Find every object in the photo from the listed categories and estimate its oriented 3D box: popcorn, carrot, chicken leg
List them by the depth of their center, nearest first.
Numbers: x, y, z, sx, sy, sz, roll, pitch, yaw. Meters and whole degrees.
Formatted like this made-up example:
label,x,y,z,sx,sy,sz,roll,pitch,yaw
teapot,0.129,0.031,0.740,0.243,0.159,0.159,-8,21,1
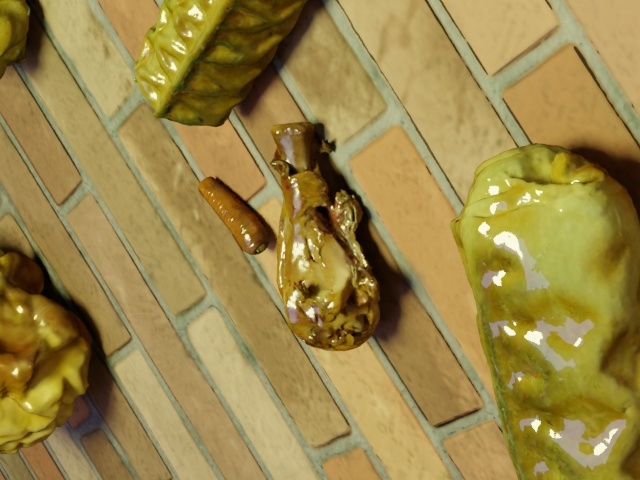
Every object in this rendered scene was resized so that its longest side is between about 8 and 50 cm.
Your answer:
label,x,y,z,sx,sy,sz,roll,pitch,yaw
chicken leg,-0.002,0.000,1.188,0.101,0.085,0.207,-121,19,-76
carrot,-0.081,-0.024,1.314,0.093,0.032,0.032,48,143,25
popcorn,-0.421,0.131,1.688,0.265,0.225,0.332,61,157,-9

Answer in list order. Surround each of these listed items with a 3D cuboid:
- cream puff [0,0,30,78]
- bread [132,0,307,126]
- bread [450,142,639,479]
label,x,y,z,sx,sy,sz,roll,pitch,yaw
cream puff,-0.366,-0.211,1.457,0.146,0.146,0.116,37,159,29
bread,-0.075,-0.190,1.138,0.098,0.087,0.269,54,145,9
bread,0.175,0.062,0.978,0.152,0.130,0.268,7,118,54
